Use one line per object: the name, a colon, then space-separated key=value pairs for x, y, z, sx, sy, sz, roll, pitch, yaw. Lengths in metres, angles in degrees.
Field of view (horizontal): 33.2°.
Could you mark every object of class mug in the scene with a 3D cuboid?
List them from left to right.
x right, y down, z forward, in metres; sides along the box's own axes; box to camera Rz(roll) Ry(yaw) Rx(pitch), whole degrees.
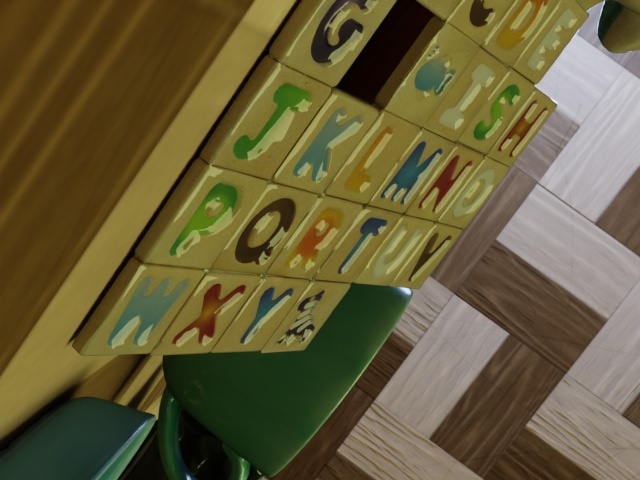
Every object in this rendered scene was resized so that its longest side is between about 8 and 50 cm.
mug: x=-0.033 y=0.058 z=0.589 sx=0.158 sy=0.097 sz=0.129 roll=-51 pitch=179 yaw=-28

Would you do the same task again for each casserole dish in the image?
casserole dish: x=-0.119 y=0.115 z=0.386 sx=0.114 sy=0.037 sz=0.188 roll=-54 pitch=178 yaw=15

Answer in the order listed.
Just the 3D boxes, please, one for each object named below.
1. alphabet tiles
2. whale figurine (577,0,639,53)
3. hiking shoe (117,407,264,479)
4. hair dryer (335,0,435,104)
alphabet tiles: x=0.028 y=-0.031 z=0.440 sx=0.198 sy=0.009 sz=0.237 roll=-55 pitch=155 yaw=13
whale figurine: x=0.226 y=-0.228 z=0.713 sx=0.216 sy=0.141 sz=0.272 roll=-31 pitch=162 yaw=2
hiking shoe: x=-0.146 y=0.227 z=0.697 sx=0.304 sy=0.113 sz=0.132 roll=-43 pitch=-177 yaw=-42
hair dryer: x=0.051 y=-0.075 z=0.586 sx=0.224 sy=0.080 sz=0.293 roll=-54 pitch=178 yaw=36
